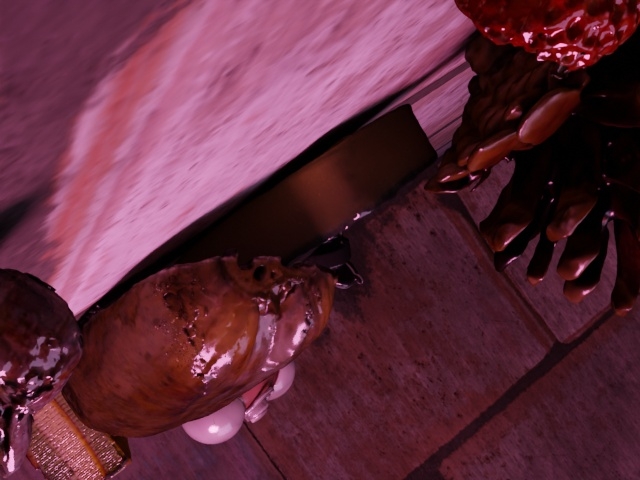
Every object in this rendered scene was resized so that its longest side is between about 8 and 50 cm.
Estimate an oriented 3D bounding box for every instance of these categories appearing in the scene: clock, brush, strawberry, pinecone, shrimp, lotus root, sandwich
[{"bbox_3d":[-0.107,0.119,1.179,0.092,0.162,0.166,-39,177,36],"label":"clock"},{"bbox_3d":[-0.010,-0.020,0.825,0.197,0.059,0.123,-35,180,40],"label":"brush"},{"bbox_3d":[0.080,-0.101,0.372,0.073,0.073,0.083,-33,141,-56],"label":"strawberry"},{"bbox_3d":[0.211,-0.065,0.778,0.264,0.264,0.264,-35,179,-1],"label":"pinecone"},{"bbox_3d":[-0.144,0.079,0.400,0.190,0.073,0.075,-53,-167,22],"label":"shrimp"},{"bbox_3d":[-0.108,0.103,0.836,0.167,0.078,0.329,5,155,-25],"label":"lotus root"},{"bbox_3d":[-0.226,0.172,1.076,0.079,0.113,0.163,-35,179,2],"label":"sandwich"}]

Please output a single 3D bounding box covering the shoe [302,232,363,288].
[{"bbox_3d":[0.000,0.000,0.950,0.169,0.099,0.071,-37,176,33],"label":"shoe"}]
